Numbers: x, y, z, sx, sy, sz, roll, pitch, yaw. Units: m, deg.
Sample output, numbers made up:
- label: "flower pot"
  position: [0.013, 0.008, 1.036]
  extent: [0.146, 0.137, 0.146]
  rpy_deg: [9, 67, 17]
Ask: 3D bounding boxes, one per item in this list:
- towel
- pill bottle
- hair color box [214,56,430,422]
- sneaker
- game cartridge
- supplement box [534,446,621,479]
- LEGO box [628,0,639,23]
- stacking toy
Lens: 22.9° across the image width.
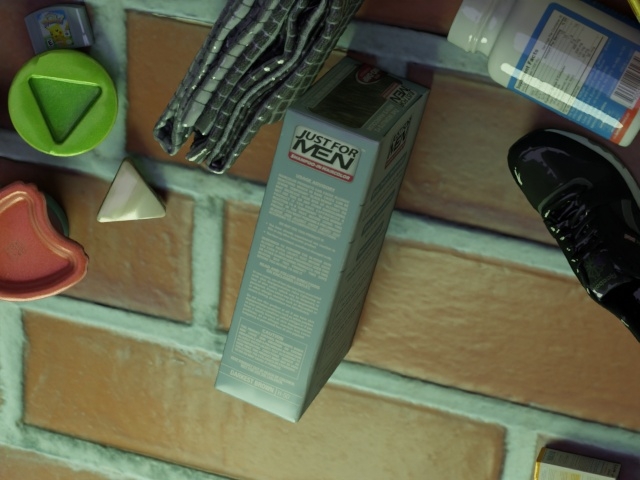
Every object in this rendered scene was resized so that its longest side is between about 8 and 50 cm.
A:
- label: "towel"
  position: [-0.046, -0.218, 1.690]
  extent: [0.121, 0.235, 0.283]
  rpy_deg: [33, 122, -3]
- label: "pill bottle"
  position: [0.251, -0.199, 1.646]
  extent: [0.221, 0.124, 0.124]
  rpy_deg: [29, 121, 7]
- label: "hair color box"
  position: [0.000, 0.000, 1.800]
  extent: [0.114, 0.185, 0.374]
  rpy_deg: [23, 120, 11]
- label: "sneaker"
  position: [0.310, -0.001, 1.715]
  extent: [0.283, 0.124, 0.107]
  rpy_deg: [46, 121, -4]
- label: "game cartridge"
  position: [-0.316, -0.256, 1.901]
  extent: [0.083, 0.017, 0.056]
  rpy_deg: [-7, 107, 24]
- label: "supplement box"
  position: [0.309, 0.293, 1.906]
  extent: [0.098, 0.036, 0.062]
  rpy_deg: [11, 117, 16]
- label: "LEGO box"
  position: [0.378, -0.403, 1.373]
  extent: [0.372, 0.193, 0.500]
  rpy_deg: [-28, 110, 13]
- label: "stacking toy"
  position: [-0.359, -0.100, 1.969]
  extent: [0.280, 0.130, 0.309]
  rpy_deg: [-24, 108, 2]
